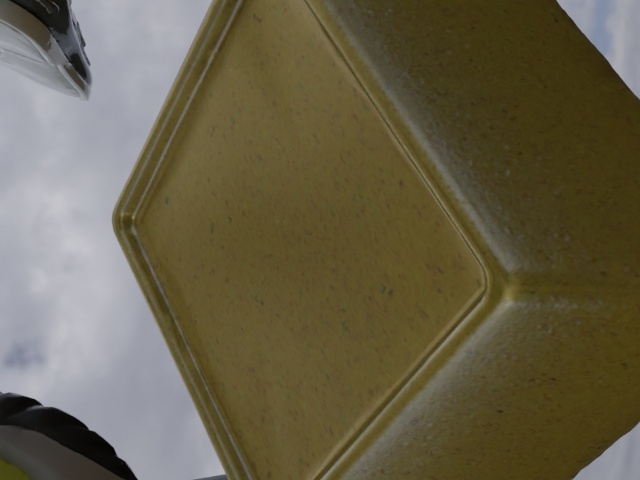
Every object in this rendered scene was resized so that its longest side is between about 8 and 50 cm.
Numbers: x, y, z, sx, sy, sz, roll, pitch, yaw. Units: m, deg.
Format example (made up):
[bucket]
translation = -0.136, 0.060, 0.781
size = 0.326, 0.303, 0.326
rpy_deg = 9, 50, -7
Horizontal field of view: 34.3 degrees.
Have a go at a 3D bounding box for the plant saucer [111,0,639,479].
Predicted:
[plant saucer]
translation = 0.000, 0.000, 0.538
size = 0.081, 0.332, 0.332
rpy_deg = -7, -36, -38

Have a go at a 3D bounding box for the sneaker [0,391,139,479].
[sneaker]
translation = -0.229, 0.143, 0.283
size = 0.385, 0.147, 0.145
rpy_deg = -9, -43, -24

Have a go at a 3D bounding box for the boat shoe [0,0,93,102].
[boat shoe]
translation = -0.268, -0.213, 1.012
size = 0.319, 0.116, 0.099
rpy_deg = 146, 147, -83

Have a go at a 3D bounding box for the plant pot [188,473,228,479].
[plant pot]
translation = -0.077, 0.311, 0.926
size = 0.167, 0.188, 0.187
rpy_deg = -75, -33, -58
